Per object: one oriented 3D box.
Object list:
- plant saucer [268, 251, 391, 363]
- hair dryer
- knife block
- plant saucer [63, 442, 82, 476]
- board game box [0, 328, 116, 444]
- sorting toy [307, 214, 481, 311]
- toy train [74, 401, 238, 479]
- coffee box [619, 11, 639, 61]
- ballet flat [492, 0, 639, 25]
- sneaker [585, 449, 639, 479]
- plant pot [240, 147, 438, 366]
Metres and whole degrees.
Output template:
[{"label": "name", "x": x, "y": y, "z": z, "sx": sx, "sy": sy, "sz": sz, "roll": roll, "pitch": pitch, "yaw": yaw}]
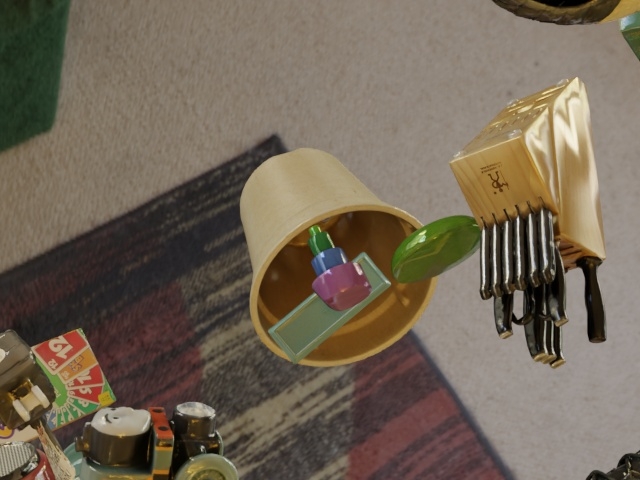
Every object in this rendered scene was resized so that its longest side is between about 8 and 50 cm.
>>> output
[{"label": "plant saucer", "x": 0.014, "y": 0.101, "z": 1.533, "sx": 0.192, "sy": 0.018, "sz": 0.067, "roll": -39, "pitch": 82, "yaw": -4}, {"label": "hair dryer", "x": -0.162, "y": 0.211, "z": 0.570, "sx": 0.080, "sy": 0.293, "sz": 0.223, "roll": -13, "pitch": 57, "yaw": -17}, {"label": "knife block", "x": 0.243, "y": -0.016, "z": 1.065, "sx": 0.276, "sy": 0.088, "sz": 0.242, "roll": -43, "pitch": 109, "yaw": -50}, {"label": "plant saucer", "x": -0.306, "y": 0.453, "z": 1.566, "sx": 0.317, "sy": 0.044, "sz": 0.317, "roll": 43, "pitch": 26, "yaw": -27}, {"label": "board game box", "x": -0.428, "y": 0.224, "z": 1.444, "sx": 0.259, "sy": 0.039, "sz": 0.124, "roll": -22, "pitch": 80, "yaw": -41}, {"label": "sorting toy", "x": 0.145, "y": -0.039, "z": 1.249, "sx": 0.366, "sy": 0.127, "sz": 0.126, "roll": -23, "pitch": 67, "yaw": -7}, {"label": "toy train", "x": -0.212, "y": 0.352, "z": 1.216, "sx": 0.190, "sy": 0.142, "sz": 0.334, "roll": 5, "pitch": 102, "yaw": -19}, {"label": "coffee box", "x": 0.526, "y": -0.353, "z": 1.650, "sx": 0.184, "sy": 0.040, "sz": 0.113, "roll": 25, "pitch": 62, "yaw": -55}, {"label": "ballet flat", "x": 0.087, "y": -0.124, "z": 0.424, "sx": 0.173, "sy": 0.057, "sz": 0.049, "roll": 9, "pitch": 19, "yaw": -37}, {"label": "sneaker", "x": 0.223, "y": 0.157, "z": 0.606, "sx": 0.130, "sy": 0.109, "sz": 0.286, "roll": 28, "pitch": 79, "yaw": 15}, {"label": "plant pot", "x": 0.000, "y": 0.000, "z": 1.811, "sx": 0.334, "sy": 0.333, "sz": 0.305, "roll": -2, "pitch": 34, "yaw": -20}]
